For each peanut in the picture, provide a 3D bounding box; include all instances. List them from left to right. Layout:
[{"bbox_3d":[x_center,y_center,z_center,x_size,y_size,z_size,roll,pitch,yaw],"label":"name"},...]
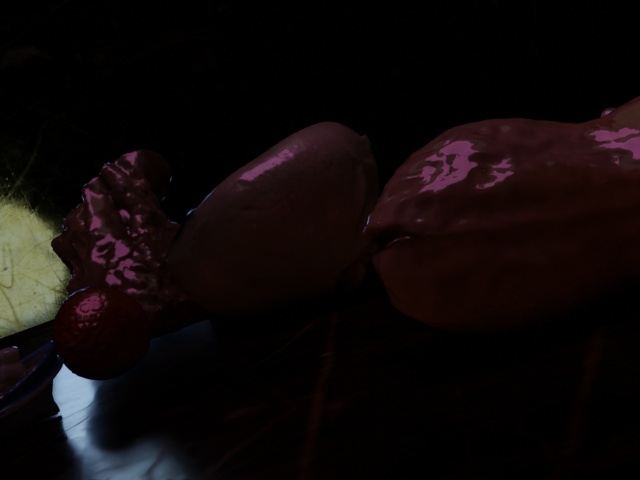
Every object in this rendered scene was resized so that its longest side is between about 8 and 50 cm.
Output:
[{"bbox_3d":[0.182,-0.028,0.643,0.313,0.149,0.149,-19,3,-2],"label":"peanut"}]

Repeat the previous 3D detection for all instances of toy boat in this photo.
[{"bbox_3d":[-0.341,0.150,0.896,0.238,0.098,0.109,-21,7,-37],"label":"toy boat"}]

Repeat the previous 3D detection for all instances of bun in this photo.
[{"bbox_3d":[-0.032,0.000,1.146,0.283,0.179,0.283,-37,-6,-4],"label":"bun"}]

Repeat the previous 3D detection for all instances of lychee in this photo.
[{"bbox_3d":[-0.244,0.097,1.086,0.114,0.101,0.140,-25,33,12],"label":"lychee"}]

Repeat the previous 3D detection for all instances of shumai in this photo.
[{"bbox_3d":[-0.257,0.007,1.411,0.267,0.262,0.314,-19,5,9],"label":"shumai"}]

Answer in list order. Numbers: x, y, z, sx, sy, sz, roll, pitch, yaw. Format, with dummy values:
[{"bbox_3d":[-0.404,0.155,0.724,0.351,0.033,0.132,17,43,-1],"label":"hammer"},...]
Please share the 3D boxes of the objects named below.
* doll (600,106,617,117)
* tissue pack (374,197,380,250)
[{"bbox_3d":[0.345,-0.094,0.973,0.293,0.119,0.138,-18,46,18],"label":"doll"},{"bbox_3d":[0.000,0.000,1.583,0.177,0.089,0.263,-18,1,-17],"label":"tissue pack"}]
